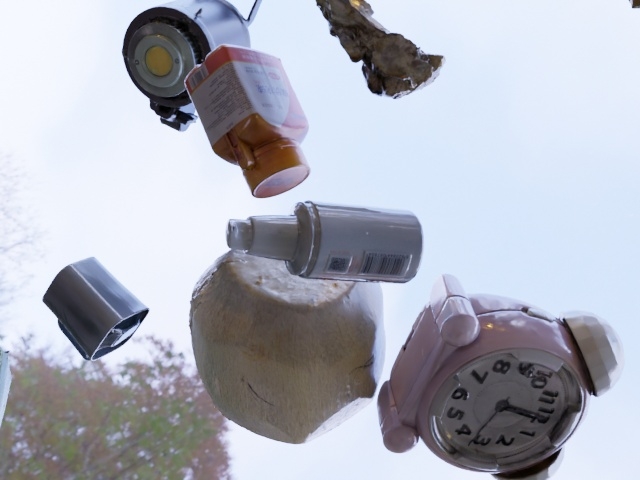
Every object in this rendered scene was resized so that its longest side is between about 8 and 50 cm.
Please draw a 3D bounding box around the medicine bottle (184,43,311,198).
[{"bbox_3d":[-0.103,-0.186,1.289,0.112,0.149,0.222,-34,-108,32],"label":"medicine bottle"}]

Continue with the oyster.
[{"bbox_3d":[0.068,-0.292,1.186,0.233,0.161,0.107,42,-67,14],"label":"oyster"}]

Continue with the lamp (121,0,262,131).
[{"bbox_3d":[-0.275,-0.409,1.707,0.205,0.272,0.374,24,-80,7],"label":"lamp"}]

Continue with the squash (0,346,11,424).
[{"bbox_3d":[-0.532,0.243,1.211,0.085,0.192,0.184,35,-81,37],"label":"squash"}]

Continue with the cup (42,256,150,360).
[{"bbox_3d":[-0.342,0.112,1.226,0.129,0.095,0.128,44,-62,11],"label":"cup"}]

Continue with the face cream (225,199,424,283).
[{"bbox_3d":[0.000,0.000,1.027,0.101,0.252,0.101,-176,-90,-67],"label":"face cream"}]

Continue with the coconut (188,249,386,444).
[{"bbox_3d":[-0.055,0.174,1.426,0.346,0.346,0.360,23,-51,25],"label":"coconut"}]

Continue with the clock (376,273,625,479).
[{"bbox_3d":[0.292,0.239,1.335,0.326,0.184,0.342,19,-59,-9],"label":"clock"}]

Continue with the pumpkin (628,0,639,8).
[{"bbox_3d":[0.468,-0.376,1.015,0.149,0.254,0.130,-5,-96,9],"label":"pumpkin"}]
